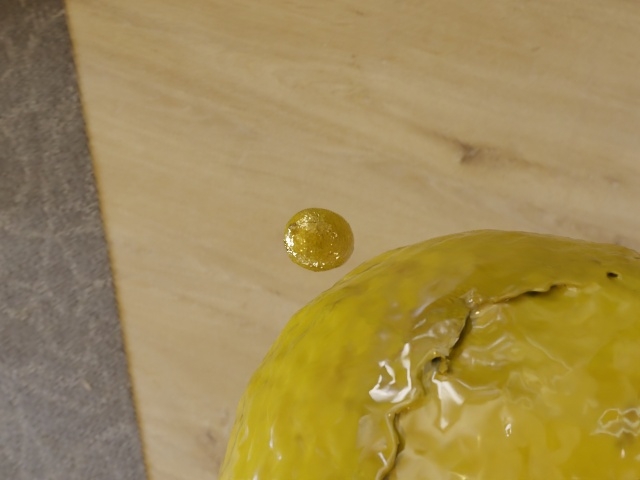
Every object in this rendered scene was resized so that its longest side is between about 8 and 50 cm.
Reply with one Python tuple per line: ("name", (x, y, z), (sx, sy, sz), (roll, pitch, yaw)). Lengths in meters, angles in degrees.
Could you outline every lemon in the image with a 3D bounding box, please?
("lemon", (0.000, 0.000, 1.061), (0.062, 0.083, 0.062), (-23, 58, 41))
("lemon", (0.105, 0.168, 0.626), (0.349, 0.387, 0.350), (2, 78, -12))
